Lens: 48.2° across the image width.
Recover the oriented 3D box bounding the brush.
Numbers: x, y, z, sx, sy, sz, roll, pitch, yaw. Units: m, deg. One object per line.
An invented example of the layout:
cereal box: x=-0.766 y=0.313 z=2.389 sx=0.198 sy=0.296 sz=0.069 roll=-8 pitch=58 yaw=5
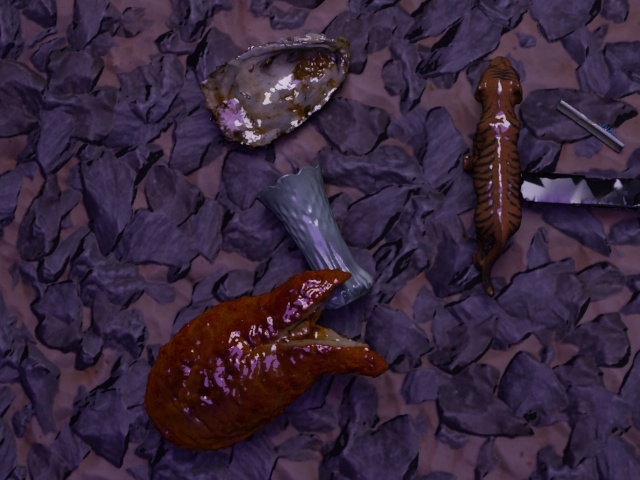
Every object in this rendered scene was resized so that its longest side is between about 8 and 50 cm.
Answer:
brush: x=0.290 y=-0.124 z=0.765 sx=0.084 sy=0.016 sz=0.013 roll=37 pitch=78 yaw=10

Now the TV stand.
TV stand: x=0.333 y=-0.048 z=0.738 sx=0.249 sy=0.042 sz=0.036 roll=4 pitch=87 yaw=9

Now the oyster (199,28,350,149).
oyster: x=-0.045 y=-0.177 z=0.799 sx=0.177 sy=0.056 sz=0.105 roll=-38 pitch=92 yaw=4

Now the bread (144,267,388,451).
bread: x=-0.072 y=0.127 z=0.733 sx=0.269 sy=0.095 sz=0.139 roll=-28 pitch=91 yaw=21

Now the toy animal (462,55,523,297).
toy animal: x=0.176 y=-0.063 z=0.733 sx=0.057 sy=0.099 sz=0.241 roll=2 pitch=84 yaw=9

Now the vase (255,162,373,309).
vase: x=0.000 y=0.000 z=0.766 sx=0.081 sy=0.081 sz=0.148 roll=-29 pitch=85 yaw=4
